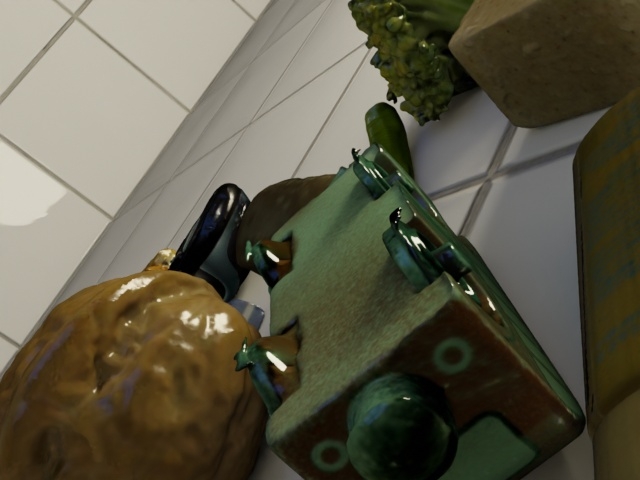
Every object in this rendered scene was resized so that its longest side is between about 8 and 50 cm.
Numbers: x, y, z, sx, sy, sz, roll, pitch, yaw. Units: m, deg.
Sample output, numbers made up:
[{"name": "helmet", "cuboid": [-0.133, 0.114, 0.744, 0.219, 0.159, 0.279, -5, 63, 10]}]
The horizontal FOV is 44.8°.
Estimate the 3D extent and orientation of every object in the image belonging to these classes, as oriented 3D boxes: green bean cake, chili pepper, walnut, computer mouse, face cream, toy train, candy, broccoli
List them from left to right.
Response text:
[{"name": "walnut", "cuboid": [-0.159, 0.142, 0.656, 0.224, 0.257, 0.257, 12, 59, 32]}, {"name": "computer mouse", "cuboid": [-0.138, 0.024, 1.013, 0.233, 0.096, 0.137, -48, 13, 54]}, {"name": "candy", "cuboid": [0.000, 0.000, 0.739, 0.102, 0.104, 0.234, -61, 20, -14]}, {"name": "chili pepper", "cuboid": [0.071, -0.083, 0.808, 0.202, 0.051, 0.050, -87, 10, -57]}, {"name": "toy train", "cuboid": [0.044, 0.050, 0.470, 0.129, 0.159, 0.326, -44, 16, 12]}, {"name": "broccoli", "cuboid": [0.132, -0.255, 0.787, 0.242, 0.180, 0.273, -49, 19, 4]}, {"name": "green bean cake", "cuboid": [0.194, -0.161, 0.584, 0.085, 0.109, 0.179, -59, 20, -22]}, {"name": "face cream", "cuboid": [0.180, 0.017, 0.352, 0.139, 0.067, 0.285, -37, 23, 37]}]

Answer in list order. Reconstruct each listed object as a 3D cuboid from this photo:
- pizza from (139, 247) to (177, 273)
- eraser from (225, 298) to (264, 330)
[{"name": "pizza", "cuboid": [-0.292, 0.158, 1.094, 0.336, 0.086, 0.226, -58, 12, -6]}, {"name": "eraser", "cuboid": [-0.151, 0.135, 0.932, 0.225, 0.036, 0.082, -30, 26, 47]}]
